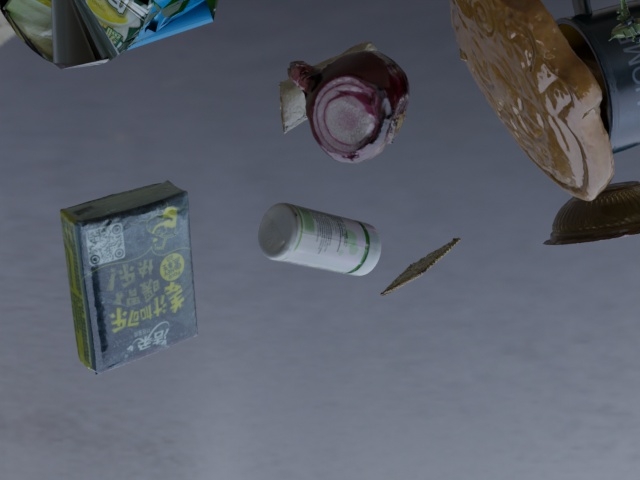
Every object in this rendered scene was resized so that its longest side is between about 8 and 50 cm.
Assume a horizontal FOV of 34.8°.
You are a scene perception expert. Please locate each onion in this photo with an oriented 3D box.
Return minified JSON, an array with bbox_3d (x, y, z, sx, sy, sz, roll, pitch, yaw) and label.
[{"bbox_3d":[0.044,-0.221,1.565,0.198,0.173,0.135,39,-156,19],"label":"onion"}]

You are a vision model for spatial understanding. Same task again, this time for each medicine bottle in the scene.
[{"bbox_3d":[0.000,0.000,1.521,0.086,0.086,0.183,-15,161,42],"label":"medicine bottle"}]

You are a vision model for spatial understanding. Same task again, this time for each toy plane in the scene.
[{"bbox_3d":[0.461,-0.314,1.503,0.102,0.040,0.111,55,159,-12],"label":"toy plane"}]

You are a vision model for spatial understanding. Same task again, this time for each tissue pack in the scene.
[{"bbox_3d":[-0.284,0.056,1.544,0.185,0.257,0.081,-19,-149,-33],"label":"tissue pack"}]

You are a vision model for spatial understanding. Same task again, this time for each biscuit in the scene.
[{"bbox_3d":[0.301,-0.239,1.529,0.062,0.385,0.365,-31,144,-4],"label":"biscuit"},{"bbox_3d":[0.219,0.059,2.264,0.144,0.016,0.203,-32,-177,35],"label":"biscuit"}]

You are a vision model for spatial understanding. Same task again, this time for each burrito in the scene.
[{"bbox_3d":[0.011,-0.285,1.835,0.226,0.087,0.060,-30,-163,-7],"label":"burrito"}]

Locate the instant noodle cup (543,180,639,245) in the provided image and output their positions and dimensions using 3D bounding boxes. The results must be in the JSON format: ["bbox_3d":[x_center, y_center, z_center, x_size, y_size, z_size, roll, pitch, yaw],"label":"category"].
[{"bbox_3d":[0.553,-0.058,1.949,0.274,0.090,0.274,-12,-176,1],"label":"instant noodle cup"}]

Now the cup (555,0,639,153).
[{"bbox_3d":[0.551,-0.316,1.716,0.292,0.308,0.242,-16,160,-6],"label":"cup"}]

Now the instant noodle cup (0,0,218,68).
[{"bbox_3d":[-0.232,-0.323,1.150,0.240,0.240,0.178,-11,-165,33],"label":"instant noodle cup"}]
